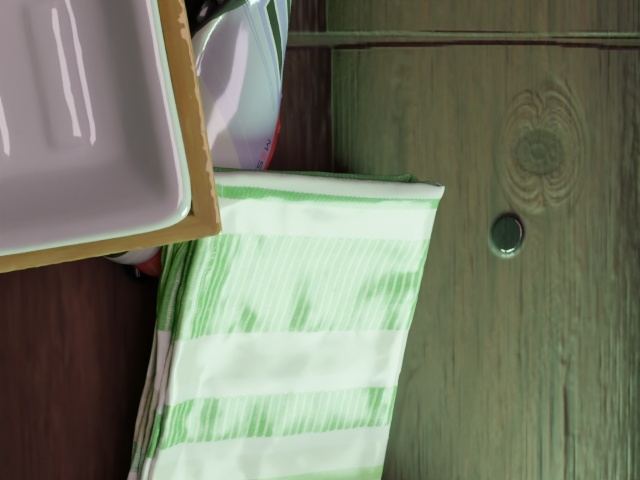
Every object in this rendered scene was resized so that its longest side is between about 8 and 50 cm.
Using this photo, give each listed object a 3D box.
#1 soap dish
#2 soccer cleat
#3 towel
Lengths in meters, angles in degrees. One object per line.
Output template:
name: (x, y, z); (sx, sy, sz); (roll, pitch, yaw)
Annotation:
soap dish: (-0.220, -0.095, 0.902); (0.291, 0.118, 0.229); (-9, 99, 2)
soccer cleat: (-0.070, -0.124, 1.053); (0.116, 0.109, 0.318); (24, 83, -44)
towel: (-0.027, 0.106, 1.069); (0.248, 0.038, 0.324); (0, 106, -40)
